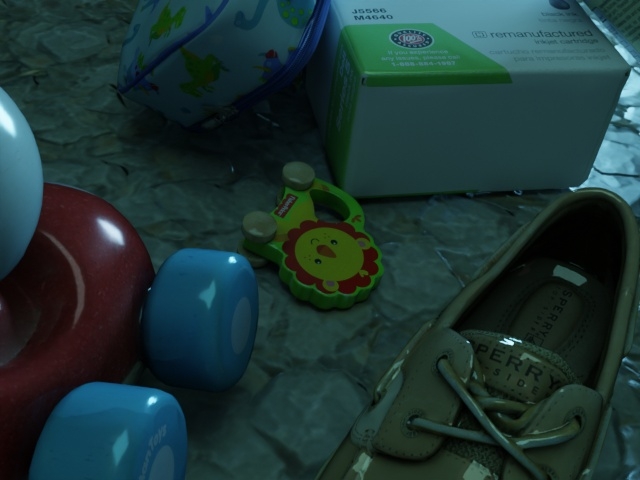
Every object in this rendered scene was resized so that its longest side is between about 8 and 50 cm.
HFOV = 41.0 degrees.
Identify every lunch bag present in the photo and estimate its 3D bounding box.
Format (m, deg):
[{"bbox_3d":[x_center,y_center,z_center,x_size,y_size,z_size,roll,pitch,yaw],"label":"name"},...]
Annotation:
[{"bbox_3d":[-0.057,-0.194,0.629,0.090,0.176,0.218,30,59,-30],"label":"lunch bag"}]

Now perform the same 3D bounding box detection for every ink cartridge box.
[{"bbox_3d":[0.088,-0.165,0.697,0.199,0.114,0.272,-4,44,-12],"label":"ink cartridge box"}]

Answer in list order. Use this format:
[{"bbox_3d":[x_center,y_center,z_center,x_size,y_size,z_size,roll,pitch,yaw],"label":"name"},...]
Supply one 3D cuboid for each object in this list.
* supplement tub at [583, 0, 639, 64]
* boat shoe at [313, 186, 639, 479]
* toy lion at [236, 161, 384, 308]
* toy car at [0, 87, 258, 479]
[{"bbox_3d":[0.328,-0.201,0.608,0.325,0.235,0.235,49,52,1],"label":"supplement tub"},{"bbox_3d":[0.077,0.090,0.429,0.122,0.110,0.341,24,45,16],"label":"boat shoe"},{"bbox_3d":[0.000,0.000,0.574,0.096,0.034,0.100,25,45,7],"label":"toy lion"},{"bbox_3d":[-0.161,-0.009,0.371,0.219,0.237,0.210,6,33,13],"label":"toy car"}]
